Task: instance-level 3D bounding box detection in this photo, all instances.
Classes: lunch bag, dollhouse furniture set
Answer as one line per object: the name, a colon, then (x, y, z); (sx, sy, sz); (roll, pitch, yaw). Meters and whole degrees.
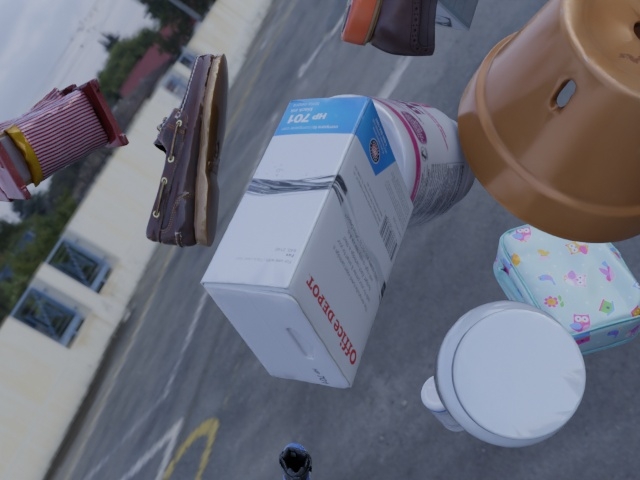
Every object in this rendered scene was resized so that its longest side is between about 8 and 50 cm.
lunch bag: (0.464, 0.084, 1.576); (0.108, 0.224, 0.279); (83, 168, -50)
dollhouse furniture set: (-0.491, -0.262, 1.265); (0.152, 0.374, 0.201); (0, 33, 50)

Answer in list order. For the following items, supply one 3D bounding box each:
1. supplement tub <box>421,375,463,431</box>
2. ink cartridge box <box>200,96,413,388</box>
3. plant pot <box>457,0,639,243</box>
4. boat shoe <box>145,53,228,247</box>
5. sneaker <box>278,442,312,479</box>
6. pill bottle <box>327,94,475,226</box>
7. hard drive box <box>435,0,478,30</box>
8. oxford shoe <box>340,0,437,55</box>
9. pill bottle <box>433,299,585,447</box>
supplement tub: (0.233, 0.295, 1.500); (0.071, 0.107, 0.071); (-18, 49, 22)
ink cartridge box: (0.000, 0.000, 0.664); (0.082, 0.140, 0.191); (5, 53, 28)
plant pot: (0.327, -0.170, 0.942); (0.203, 0.290, 0.291); (110, -176, -59)
boat shoe: (-0.138, -0.096, 0.850); (0.073, 0.073, 0.207); (64, -148, -75)
sneaker: (-0.043, 0.391, 1.473); (0.152, 0.058, 0.085); (-91, 1, -65)
pill bottle: (0.088, -0.093, 1.020); (0.160, 0.160, 0.283); (-51, -17, 22)
hard drive box: (0.209, -0.534, 1.754); (0.232, 0.181, 0.089); (11, -83, -59)
oxford shoe: (0.100, -0.303, 0.756); (0.097, 0.098, 0.271); (-99, 25, -77)
pill bottle: (0.214, 0.154, 0.961); (0.162, 0.162, 0.278); (-58, -10, -5)
